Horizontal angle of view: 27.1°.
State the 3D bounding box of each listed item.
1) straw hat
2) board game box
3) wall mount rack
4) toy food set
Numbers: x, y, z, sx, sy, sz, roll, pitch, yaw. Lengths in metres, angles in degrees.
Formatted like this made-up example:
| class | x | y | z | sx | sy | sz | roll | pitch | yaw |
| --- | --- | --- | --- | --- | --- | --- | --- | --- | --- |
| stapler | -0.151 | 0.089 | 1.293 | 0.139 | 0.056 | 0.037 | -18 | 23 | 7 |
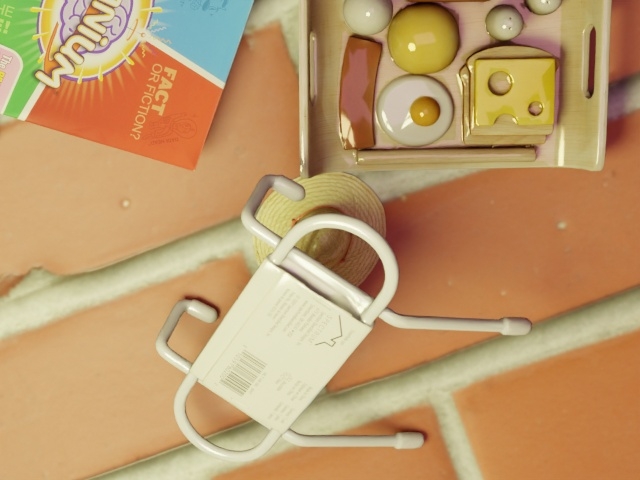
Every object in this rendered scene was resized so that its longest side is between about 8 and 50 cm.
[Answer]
| class | x | y | z | sx | sy | sz | roll | pitch | yaw |
| --- | --- | --- | --- | --- | --- | --- | --- | --- | --- |
| straw hat | 0.000 | 0.000 | 1.355 | 0.144 | 0.061 | 0.144 | 0 | 101 | -2 |
| board game box | -0.231 | -0.225 | 1.256 | 0.316 | 0.064 | 0.242 | 15 | 101 | -23 |
| wall mount rack | 0.016 | 0.100 | 1.306 | 0.304 | 0.130 | 0.350 | 33 | 127 | -5 |
| toy food set | 0.131 | -0.173 | 1.310 | 0.306 | 0.092 | 0.219 | -1 | 101 | -1 |
